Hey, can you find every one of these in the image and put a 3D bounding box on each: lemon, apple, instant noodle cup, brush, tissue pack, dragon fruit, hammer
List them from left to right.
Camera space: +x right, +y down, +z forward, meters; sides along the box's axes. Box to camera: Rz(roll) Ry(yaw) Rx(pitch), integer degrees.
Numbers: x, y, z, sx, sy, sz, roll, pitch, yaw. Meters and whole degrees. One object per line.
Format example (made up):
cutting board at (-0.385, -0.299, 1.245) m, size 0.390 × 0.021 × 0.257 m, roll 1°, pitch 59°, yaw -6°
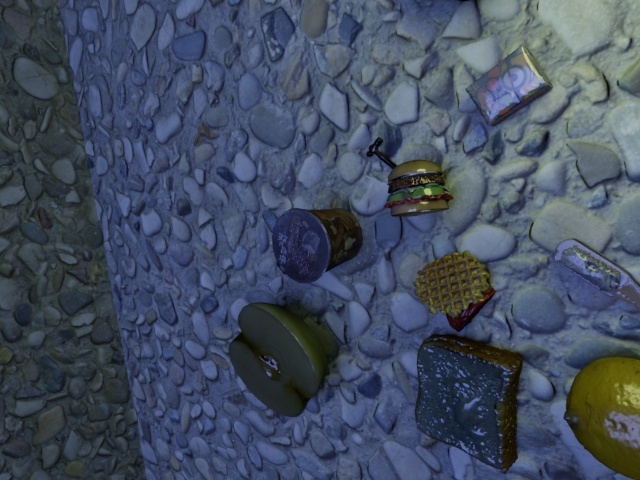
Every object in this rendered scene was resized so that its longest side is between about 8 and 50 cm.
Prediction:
apple at (-0.144, 0.398, 1.451) m, size 0.360 × 0.320 × 0.311 m, roll 38°, pitch 82°, yaw 20°
instant noodle cup at (0.000, 0.000, 1.298) m, size 0.217 × 0.207 × 0.217 m, roll 10°, pitch 106°, yaw 36°
hammer at (0.202, -0.213, 1.214) m, size 0.178 × 0.021 × 0.065 m, roll 46°, pitch 123°, yaw 21°
dragon fruit at (0.357, 0.161, 1.133) m, size 0.106 × 0.083 × 0.162 m, roll 47°, pitch 127°, yaw 26°
tissue pack at (0.422, -0.345, 0.986) m, size 0.148 × 0.060 × 0.108 m, roll -34°, pitch 77°, yaw 37°
brush at (0.641, 0.110, 0.907) m, size 0.327 × 0.065 × 0.070 m, roll 40°, pitch 119°, yaw 24°
lemon at (0.627, 0.354, 0.859) m, size 0.254 × 0.228 × 0.228 m, roll 23°, pitch 113°, yaw 27°

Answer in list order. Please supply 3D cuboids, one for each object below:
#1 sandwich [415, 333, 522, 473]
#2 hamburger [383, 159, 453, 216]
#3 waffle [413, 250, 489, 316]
sandwich at (0.379, 0.407, 1.151) m, size 0.271 × 0.099 × 0.301 m, roll 8°, pitch 105°, yaw 37°
hamburger at (0.242, -0.134, 1.110) m, size 0.175 × 0.175 × 0.136 m, roll -11°, pitch 85°, yaw 39°
waffle at (0.327, 0.109, 1.106) m, size 0.191 × 0.038 × 0.191 m, roll -19°, pitch 51°, yaw 25°
